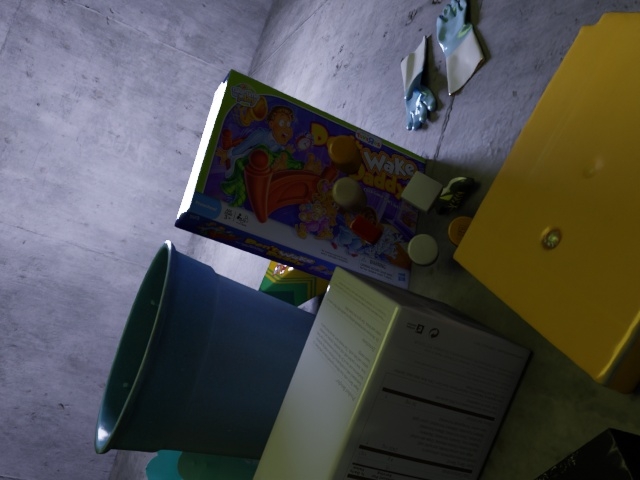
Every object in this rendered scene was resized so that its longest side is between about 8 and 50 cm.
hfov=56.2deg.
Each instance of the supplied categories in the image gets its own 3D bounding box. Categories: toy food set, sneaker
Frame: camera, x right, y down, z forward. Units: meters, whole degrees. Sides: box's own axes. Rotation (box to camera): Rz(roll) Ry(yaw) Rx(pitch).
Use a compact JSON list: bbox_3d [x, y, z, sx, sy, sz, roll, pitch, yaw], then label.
[{"bbox_3d":[0.101,-0.040,0.823,0.111,0.232,0.104,-59,-13,0],"label":"toy food set"},{"bbox_3d":[0.189,-0.061,0.842,0.083,0.031,0.035,138,133,-58],"label":"sneaker"}]

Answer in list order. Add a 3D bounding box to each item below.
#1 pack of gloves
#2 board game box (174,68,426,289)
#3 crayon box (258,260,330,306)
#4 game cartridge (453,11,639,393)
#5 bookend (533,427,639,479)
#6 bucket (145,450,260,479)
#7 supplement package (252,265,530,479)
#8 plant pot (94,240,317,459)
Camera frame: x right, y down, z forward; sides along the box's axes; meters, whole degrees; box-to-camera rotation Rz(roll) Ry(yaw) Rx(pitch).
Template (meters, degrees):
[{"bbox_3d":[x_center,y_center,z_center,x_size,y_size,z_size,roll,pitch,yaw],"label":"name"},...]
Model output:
[{"bbox_3d":[0.190,-0.317,1.046,0.195,0.046,0.232,-50,28,43],"label":"pack of gloves"},{"bbox_3d":[-0.016,-0.077,0.908,0.078,0.347,0.233,-30,44,59],"label":"board game box"},{"bbox_3d":[0.000,0.000,1.133,0.318,0.081,0.202,-36,28,55],"label":"crayon box"},{"bbox_3d":[0.282,-0.062,0.587,0.323,0.053,0.285,-62,22,13],"label":"game cartridge"},{"bbox_3d":[0.211,0.249,0.434,0.156,0.072,0.157,-56,25,34],"label":"bookend"},{"bbox_3d":[-0.222,0.431,1.189,0.281,0.183,0.281,-52,26,39],"label":"bucket"},{"bbox_3d":[0.068,0.206,0.682,0.293,0.175,0.177,-68,22,4],"label":"supplement package"},{"bbox_3d":[-0.154,0.214,1.005,0.341,0.334,0.341,-52,26,39],"label":"plant pot"}]
